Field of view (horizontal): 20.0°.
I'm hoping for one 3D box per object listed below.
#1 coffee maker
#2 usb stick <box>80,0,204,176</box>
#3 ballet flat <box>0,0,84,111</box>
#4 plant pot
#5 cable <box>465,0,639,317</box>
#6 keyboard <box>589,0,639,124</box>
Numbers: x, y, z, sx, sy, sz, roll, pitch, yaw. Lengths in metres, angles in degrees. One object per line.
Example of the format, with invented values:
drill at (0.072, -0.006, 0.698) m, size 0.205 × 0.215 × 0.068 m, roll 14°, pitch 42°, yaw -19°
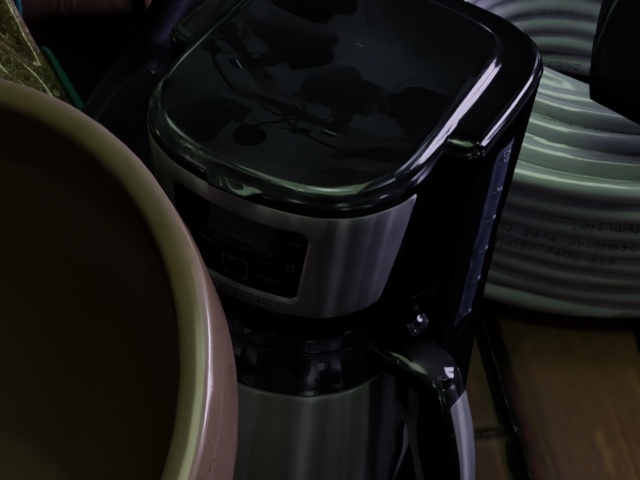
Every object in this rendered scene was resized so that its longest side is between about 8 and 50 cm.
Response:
coffee maker at (0.000, 0.000, 0.600) m, size 0.120 × 0.178 × 0.171 m, roll 8°, pitch 39°, yaw -1°
usb stick at (-0.051, -0.084, 0.729) m, size 0.045 × 0.077 × 0.278 m, roll 41°, pitch 20°, yaw -12°
ballet flat at (-0.140, -0.072, 0.726) m, size 0.067 × 0.073 × 0.206 m, roll -19°, pitch 59°, yaw -17°
plant pot at (-0.128, 0.075, 0.507) m, size 0.237 × 0.110 × 0.237 m, roll -8°, pitch 55°, yaw 12°
cable at (0.108, -0.073, 0.784) m, size 0.257 × 0.089 × 0.257 m, roll -16°, pitch 46°, yaw -27°
keyboard at (0.267, -0.080, 0.667) m, size 0.317 × 0.201 × 0.033 m, roll 24°, pitch 20°, yaw -16°
